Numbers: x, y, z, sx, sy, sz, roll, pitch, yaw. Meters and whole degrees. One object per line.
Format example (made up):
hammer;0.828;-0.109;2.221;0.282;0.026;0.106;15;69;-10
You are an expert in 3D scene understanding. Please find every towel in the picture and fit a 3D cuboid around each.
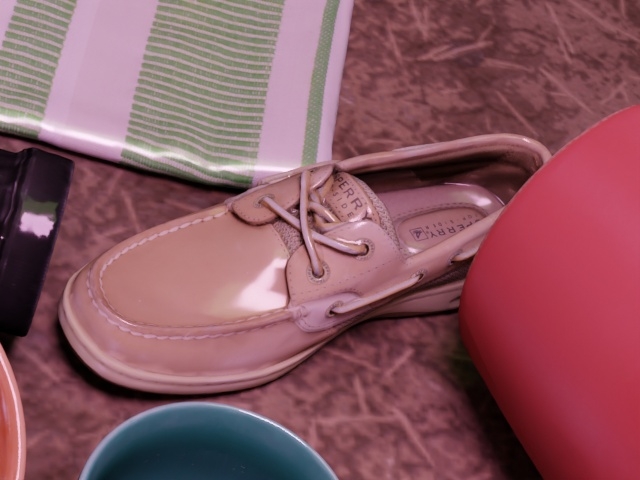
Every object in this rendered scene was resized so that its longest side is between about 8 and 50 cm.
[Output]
towel;-0.139;-0.150;1.061;0.324;0.038;0.248;16;47;-10

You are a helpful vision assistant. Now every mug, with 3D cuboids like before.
mug;-0.070;0.148;0.787;0.157;0.097;0.129;21;46;-4

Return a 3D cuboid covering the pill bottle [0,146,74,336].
pill bottle;-0.239;-0.025;0.848;0.219;0.123;0.123;16;46;-10

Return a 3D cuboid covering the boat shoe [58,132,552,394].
boat shoe;0.000;0.000;0.946;0.302;0.098;0.109;-12;57;-32

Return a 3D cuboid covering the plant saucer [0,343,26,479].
plant saucer;-0.232;0.094;0.764;0.199;0.037;0.200;4;75;-14

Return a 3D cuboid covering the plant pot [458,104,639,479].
plant pot;0.218;0.069;0.886;0.275;0.275;0.243;-17;50;-34
